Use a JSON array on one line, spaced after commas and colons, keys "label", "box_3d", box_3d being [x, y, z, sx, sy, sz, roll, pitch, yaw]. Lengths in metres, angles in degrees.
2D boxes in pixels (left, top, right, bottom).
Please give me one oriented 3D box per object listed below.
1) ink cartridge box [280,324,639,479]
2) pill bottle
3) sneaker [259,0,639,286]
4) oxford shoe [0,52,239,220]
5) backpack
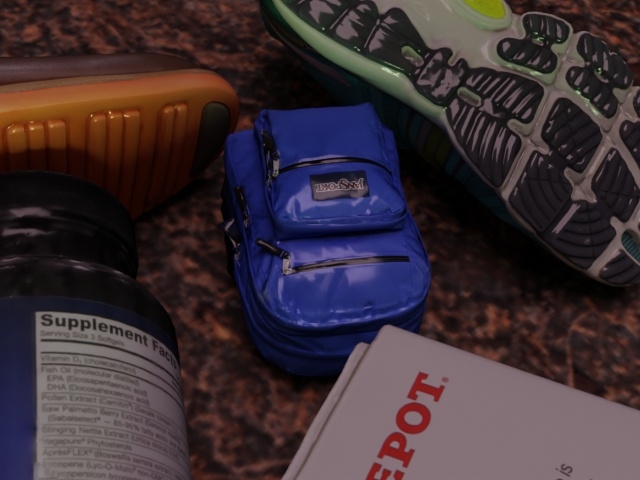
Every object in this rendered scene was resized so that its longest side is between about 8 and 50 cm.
[{"label": "ink cartridge box", "box_3d": [0.106, 0.171, 0.364, 0.278, 0.117, 0.201, 18, 45, 17]}, {"label": "pill bottle", "box_3d": [-0.114, 0.085, 0.431, 0.122, 0.123, 0.219, -4, 54, -11]}, {"label": "sneaker", "box_3d": [0.078, -0.080, 0.591, 0.275, 0.110, 0.107, 40, 74, 0]}, {"label": "oxford shoe", "box_3d": [-0.216, -0.056, 0.501, 0.363, 0.130, 0.133, -11, 59, -25]}, {"label": "backpack", "box_3d": [0.000, 0.000, 0.524, 0.098, 0.101, 0.120, -8, 59, -5]}]
